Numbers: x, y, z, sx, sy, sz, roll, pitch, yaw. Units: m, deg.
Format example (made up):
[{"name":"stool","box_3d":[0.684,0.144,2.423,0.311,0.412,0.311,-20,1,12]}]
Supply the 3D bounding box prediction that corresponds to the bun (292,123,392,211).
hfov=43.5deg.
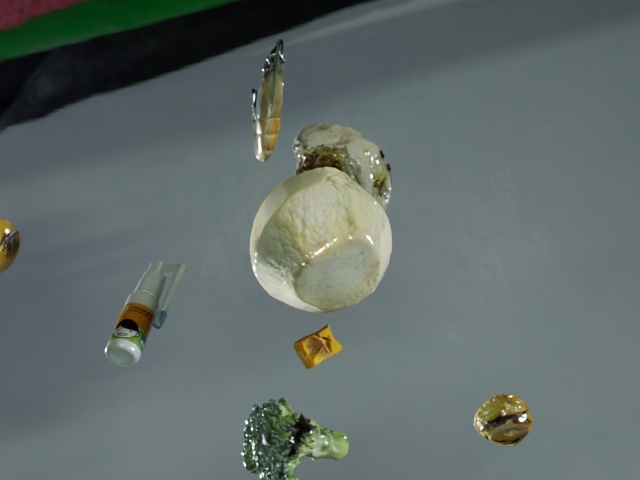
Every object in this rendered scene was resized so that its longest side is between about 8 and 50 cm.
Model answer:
[{"name":"bun","box_3d":[0.058,-0.130,1.823,0.205,0.281,0.281,4,1,18]}]

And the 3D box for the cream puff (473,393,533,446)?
[{"name":"cream puff","box_3d":[0.413,0.406,1.826,0.133,0.104,0.119,-7,-41,-2]}]

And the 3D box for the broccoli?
[{"name":"broccoli","box_3d":[-0.033,0.410,1.626,0.145,0.164,0.304,31,3,36]}]

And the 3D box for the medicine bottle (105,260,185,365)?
[{"name":"medicine bottle","box_3d":[-0.309,0.122,1.444,0.092,0.061,0.220,-8,40,18]}]

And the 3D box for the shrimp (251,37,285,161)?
[{"name":"shrimp","box_3d":[-0.112,-0.293,1.572,0.051,0.261,0.198,-1,34,-16]}]

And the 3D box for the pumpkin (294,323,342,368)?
[{"name":"pumpkin","box_3d":[0.000,0.230,1.724,0.101,0.073,0.035,-31,24,-21]}]

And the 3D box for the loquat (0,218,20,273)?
[{"name":"loquat","box_3d":[-0.768,0.013,1.859,0.141,0.141,0.141,-15,-5,-1]}]

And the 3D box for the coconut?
[{"name":"coconut","box_3d":[0.000,0.000,1.442,0.259,0.259,0.259,-15,-5,-1]}]
